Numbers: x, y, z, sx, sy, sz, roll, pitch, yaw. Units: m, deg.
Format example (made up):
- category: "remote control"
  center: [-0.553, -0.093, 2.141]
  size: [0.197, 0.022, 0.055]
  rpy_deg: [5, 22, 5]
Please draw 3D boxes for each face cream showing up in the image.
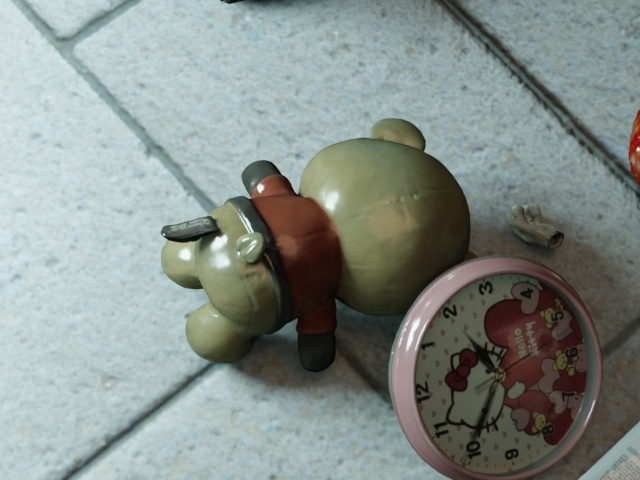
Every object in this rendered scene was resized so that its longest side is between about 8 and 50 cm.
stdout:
- category: "face cream"
  center: [0.342, 0.232, 1.851]
  size: [0.092, 0.058, 0.243]
  rpy_deg: [44, 73, 7]

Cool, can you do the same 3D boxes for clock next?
- category: "clock"
  center: [0.185, 0.136, 1.830]
  size: [0.244, 0.056, 0.244]
  rpy_deg: [-2, 94, -22]

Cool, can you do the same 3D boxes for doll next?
- category: "doll"
  center: [0.000, 0.000, 1.848]
  size: [0.330, 0.174, 0.235]
  rpy_deg: [-19, 71, -16]

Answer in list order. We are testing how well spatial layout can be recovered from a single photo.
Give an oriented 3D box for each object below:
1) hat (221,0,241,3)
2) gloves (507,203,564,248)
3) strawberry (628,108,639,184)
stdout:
- category: "hat"
  center: [-0.091, -0.348, 2.032]
  size: [0.265, 0.128, 0.265]
  rpy_deg: [11, 54, -15]
- category: "gloves"
  center: [0.240, -0.012, 1.960]
  size: [0.044, 0.037, 0.081]
  rpy_deg: [-1, 40, -47]
- category: "strawberry"
  center: [0.405, -0.103, 1.989]
  size: [0.131, 0.131, 0.148]
  rpy_deg: [-5, 36, -10]
